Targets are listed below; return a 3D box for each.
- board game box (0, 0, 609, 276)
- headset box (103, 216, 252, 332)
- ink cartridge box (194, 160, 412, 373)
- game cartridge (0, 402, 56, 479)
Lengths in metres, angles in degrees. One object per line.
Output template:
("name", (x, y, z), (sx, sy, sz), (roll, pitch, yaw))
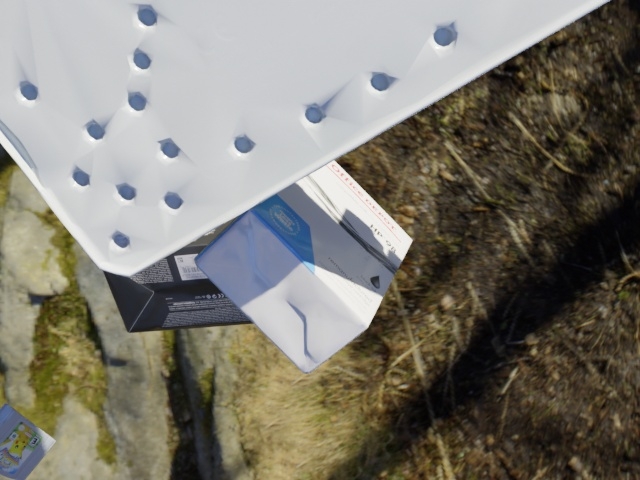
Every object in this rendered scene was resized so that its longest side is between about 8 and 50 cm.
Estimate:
("board game box", (-0.061, -0.225, 0.384), (0.390, 0.050, 0.389), (-29, 106, 19))
("headset box", (-0.103, -0.019, 1.003), (0.218, 0.293, 0.110), (-6, 118, 15))
("ink cartridge box", (0.000, 0.000, 0.575), (0.104, 0.180, 0.060), (45, 117, -4))
("game cartridge", (-0.299, 0.199, 0.795), (0.017, 0.083, 0.056), (25, 66, 35))
